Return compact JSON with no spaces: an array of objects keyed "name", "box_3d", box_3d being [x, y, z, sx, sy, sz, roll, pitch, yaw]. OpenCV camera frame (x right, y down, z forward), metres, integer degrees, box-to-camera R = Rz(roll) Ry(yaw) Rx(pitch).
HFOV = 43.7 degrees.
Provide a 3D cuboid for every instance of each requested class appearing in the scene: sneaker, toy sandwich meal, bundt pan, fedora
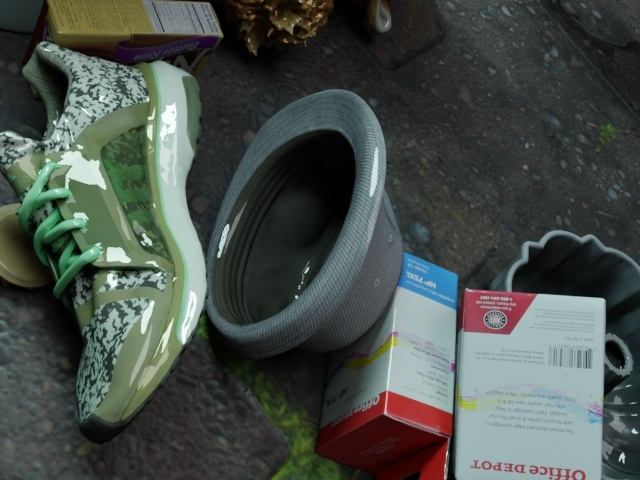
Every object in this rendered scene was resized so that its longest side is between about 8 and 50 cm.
[{"name":"sneaker","box_3d":[-0.215,-0.020,0.705,0.182,0.158,0.410,20,45,-33]},{"name":"toy sandwich meal","box_3d":[-0.277,0.007,0.739,0.085,0.029,0.086,21,56,-35]},{"name":"bundt pan","box_3d":[0.313,0.158,0.966,0.331,0.124,0.331,16,55,-25]},{"name":"fedora","box_3d":[0.000,0.000,0.799,0.124,0.243,0.275,32,57,-36]}]

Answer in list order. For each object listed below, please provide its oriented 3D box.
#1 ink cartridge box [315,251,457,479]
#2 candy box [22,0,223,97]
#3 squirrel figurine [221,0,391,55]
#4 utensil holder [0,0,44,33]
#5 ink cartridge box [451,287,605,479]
[{"name":"ink cartridge box","box_3d":[0.067,0.143,0.805,0.078,0.134,0.231,24,51,-18]},{"name":"candy box","box_3d":[-0.212,-0.207,0.860,0.186,0.109,0.053,-8,67,-37]},{"name":"squirrel figurine","box_3d":[0.015,-0.421,1.022,0.397,0.370,0.281,-34,76,-9]},{"name":"utensil holder","box_3d":[-0.270,-0.442,0.783,0.327,0.385,0.328,16,54,-24]},{"name":"ink cartridge box","box_3d":[0.193,0.143,0.761,0.128,0.127,0.176,4,80,8]}]
